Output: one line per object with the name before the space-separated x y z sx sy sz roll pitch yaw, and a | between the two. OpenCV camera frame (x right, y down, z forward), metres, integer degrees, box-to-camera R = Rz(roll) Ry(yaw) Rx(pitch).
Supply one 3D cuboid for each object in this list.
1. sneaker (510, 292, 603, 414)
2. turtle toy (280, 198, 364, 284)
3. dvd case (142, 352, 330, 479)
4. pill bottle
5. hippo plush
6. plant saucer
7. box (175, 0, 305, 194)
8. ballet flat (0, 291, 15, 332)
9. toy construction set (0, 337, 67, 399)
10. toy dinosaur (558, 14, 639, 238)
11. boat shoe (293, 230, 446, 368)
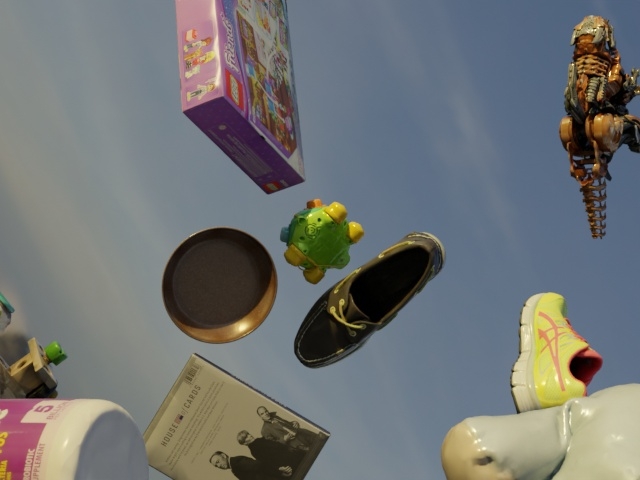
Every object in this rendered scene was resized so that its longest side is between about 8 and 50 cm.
sneaker | 0.273 0.132 1.753 0.208 0.094 0.081 -73 148 -52
turtle toy | 0.000 0.000 1.890 0.066 0.095 0.130 43 -2 39
dvd case | -0.132 0.302 2.311 0.239 0.179 0.029 31 3 -2
pill bottle | -0.334 0.239 1.519 0.169 0.301 0.169 -3 90 -69
hippo plush | 0.258 0.241 1.247 0.236 0.294 0.234 41 -28 59
plant saucer | -0.171 0.073 2.606 0.198 0.198 0.036 64 -11 -14
box | -0.099 -0.227 1.852 0.201 0.057 0.293 45 32 -51
ballet flat | -0.415 0.011 1.646 0.241 0.077 0.091 52 -5 17
toy construction set | -0.530 0.192 2.405 0.257 0.237 0.309 62 -1 2
toy dinosaur | 0.426 -0.175 2.406 0.164 0.322 0.218 25 9 36
boat shoe | 0.050 0.073 1.860 0.081 0.228 0.069 49 11 5
